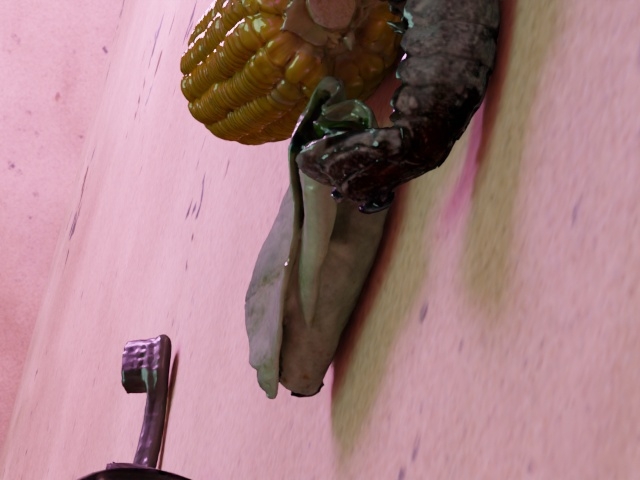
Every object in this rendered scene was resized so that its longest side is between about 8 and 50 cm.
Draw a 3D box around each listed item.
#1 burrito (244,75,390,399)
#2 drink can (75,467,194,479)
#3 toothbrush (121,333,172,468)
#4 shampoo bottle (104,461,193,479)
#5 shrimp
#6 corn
[{"bbox_3d":[0.000,-0.002,0.683,0.074,0.044,0.118,-96,22,-54],"label":"burrito"},{"bbox_3d":[-0.096,0.219,0.743,0.097,0.097,0.235,-102,29,-65],"label":"drink can"},{"bbox_3d":[-0.117,0.183,1.047,0.030,0.030,0.297,77,-167,-52],"label":"toothbrush"},{"bbox_3d":[-0.111,0.229,0.889,0.086,0.056,0.227,172,112,-79],"label":"shampoo bottle"},{"bbox_3d":[0.040,-0.092,0.610,0.082,0.076,0.174,42,-132,-57],"label":"shrimp"},{"bbox_3d":[-0.016,-0.084,0.778,0.238,0.080,0.080,169,115,-80],"label":"corn"}]
